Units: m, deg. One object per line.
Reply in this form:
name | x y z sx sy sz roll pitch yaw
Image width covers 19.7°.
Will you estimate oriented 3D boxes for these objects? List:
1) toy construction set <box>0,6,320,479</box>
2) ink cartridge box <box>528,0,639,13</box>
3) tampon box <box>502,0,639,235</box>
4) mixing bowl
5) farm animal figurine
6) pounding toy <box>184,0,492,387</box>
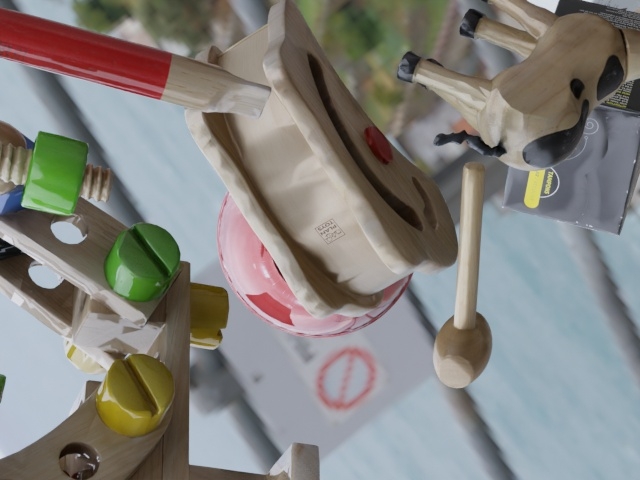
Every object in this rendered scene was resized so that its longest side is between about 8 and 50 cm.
toy construction set | -0.086 0.054 0.921 0.257 0.237 0.309 -95 20 -58
ink cartridge box | 0.296 -0.302 1.807 0.087 0.208 0.153 37 139 22
tampon box | 0.220 -0.104 1.505 0.101 0.161 0.120 14 127 11
mixing bowl | 0.000 0.000 1.588 0.181 0.181 0.098 52 -179 -4
farm animal figurine | 0.217 -0.204 1.120 0.172 0.326 0.330 31 116 21
pounding toy | 0.045 -0.043 1.215 0.269 0.155 0.154 57 -159 -8
